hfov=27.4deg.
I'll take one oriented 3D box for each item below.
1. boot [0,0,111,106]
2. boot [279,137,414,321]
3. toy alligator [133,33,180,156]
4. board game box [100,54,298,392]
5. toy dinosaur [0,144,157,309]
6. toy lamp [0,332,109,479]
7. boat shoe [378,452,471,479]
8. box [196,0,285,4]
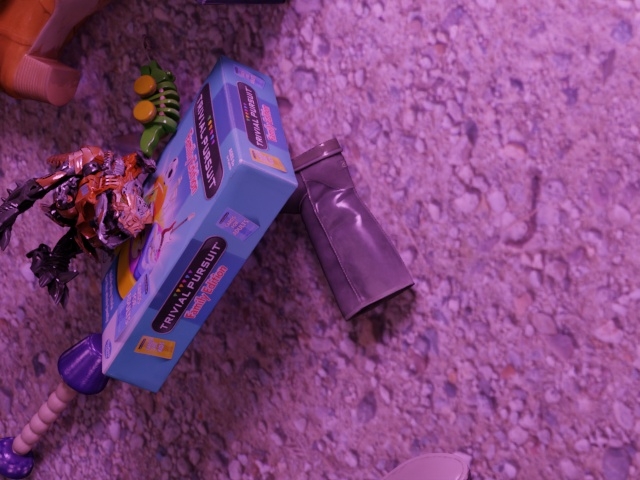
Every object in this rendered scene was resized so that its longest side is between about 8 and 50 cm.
[{"bbox_3d":[-0.377,-0.334,1.760,0.211,0.104,0.295,26,99,38],"label":"boot"},{"bbox_3d":[-0.002,0.001,1.612,0.189,0.076,0.208,-27,91,33],"label":"boot"},{"bbox_3d":[-0.205,-0.193,1.677,0.051,0.056,0.190,-11,60,14],"label":"toy alligator"},{"bbox_3d":[-0.161,-0.023,1.602,0.336,0.079,0.254,-55,27,25],"label":"board game box"},{"bbox_3d":[-0.306,-0.044,1.696,0.218,0.322,0.164,-42,99,-3],"label":"toy dinosaur"},{"bbox_3d":[-0.375,0.234,1.861,0.080,0.080,0.275,48,119,16],"label":"toy lamp"},{"bbox_3d":[0.107,0.324,1.610,0.206,0.075,0.065,-31,125,26],"label":"boat shoe"},{"bbox_3d":[-0.129,-0.475,1.535,0.296,0.183,0.294,40,116,21],"label":"box"}]
